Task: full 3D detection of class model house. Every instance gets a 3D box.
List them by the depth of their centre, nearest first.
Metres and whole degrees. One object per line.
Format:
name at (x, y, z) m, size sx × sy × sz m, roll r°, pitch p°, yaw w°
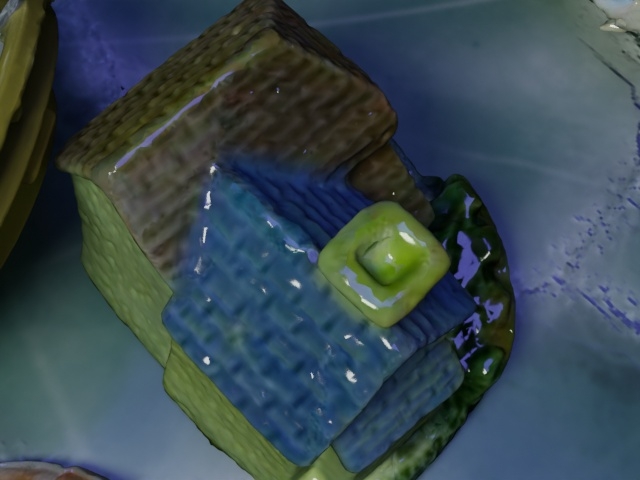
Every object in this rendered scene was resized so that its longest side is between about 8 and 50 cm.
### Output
model house at (0.000, 0.000, 0.546) m, size 0.195 × 0.189 × 0.214 m, roll -38°, pitch 73°, yaw -11°

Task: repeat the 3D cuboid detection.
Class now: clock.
clock at (-0.180, -0.025, 0.562) m, size 0.057 × 0.237 × 0.237 m, roll 27°, pitch 67°, yaw -30°

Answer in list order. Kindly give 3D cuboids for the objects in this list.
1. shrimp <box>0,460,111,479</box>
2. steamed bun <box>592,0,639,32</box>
shrimp at (-0.185, 0.202, 0.545) m, size 0.251 × 0.052 × 0.143 m, roll -35°, pitch 63°, yaw -21°
steamed bun at (0.233, -0.256, 0.621) m, size 0.312 × 0.233 × 0.334 m, roll -33°, pitch 73°, yaw -15°
